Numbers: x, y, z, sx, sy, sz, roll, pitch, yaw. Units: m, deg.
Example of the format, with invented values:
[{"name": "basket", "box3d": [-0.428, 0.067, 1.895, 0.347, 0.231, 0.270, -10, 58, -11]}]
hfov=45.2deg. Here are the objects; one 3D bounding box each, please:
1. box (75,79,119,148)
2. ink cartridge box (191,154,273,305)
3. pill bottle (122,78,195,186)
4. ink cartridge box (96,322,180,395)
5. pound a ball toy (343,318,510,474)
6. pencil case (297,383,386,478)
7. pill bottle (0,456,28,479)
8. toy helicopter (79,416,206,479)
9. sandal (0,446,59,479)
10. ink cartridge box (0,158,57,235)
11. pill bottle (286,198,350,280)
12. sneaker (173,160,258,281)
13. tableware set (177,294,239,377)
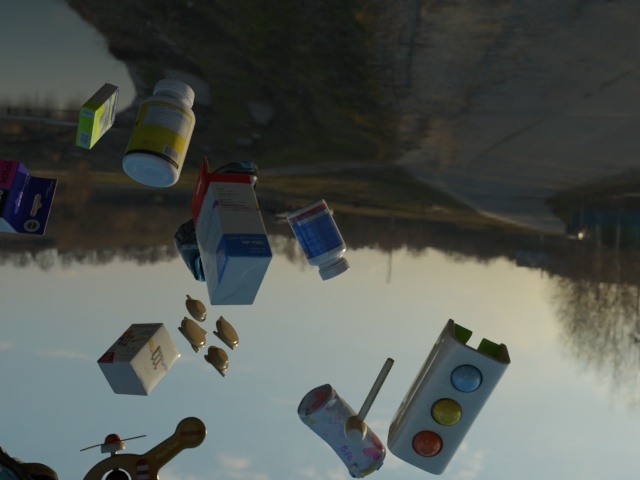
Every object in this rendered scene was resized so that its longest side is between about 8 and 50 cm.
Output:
[{"name": "box", "box3d": [-0.542, -0.310, 1.884, 0.042, 0.109, 0.178, 19, -147, -3]}, {"name": "ink cartridge box", "box3d": [-0.156, -0.020, 1.299, 0.078, 0.231, 0.134, 0, 140, -23]}, {"name": "pill bottle", "box3d": [-0.286, -0.197, 1.394, 0.103, 0.184, 0.103, 9, 154, 4]}, {"name": "ink cartridge box", "box3d": [-0.514, 0.335, 2.188, 0.128, 0.127, 0.176, -5, -150, 30]}, {"name": "pound a ball toy", "box3d": [0.195, 0.308, 1.476, 0.208, 0.319, 0.135, 26, -161, -1]}, {"name": "pencil case", "box3d": [0.056, 0.508, 2.043, 0.124, 0.273, 0.113, -44, -160, -16]}, {"name": "pill bottle", "box3d": [-0.780, 0.662, 1.995, 0.264, 0.146, 0.146, 27, -169, 19]}, {"name": "toy helicopter", "box3d": [-0.456, 0.563, 1.970, 0.355, 0.235, 0.140, -35, 172, -16]}, {"name": "sandal", "box3d": [-0.534, 0.448, 1.447, 0.219, 0.090, 0.060, 27, -126, 29]}, {"name": "ink cartridge box", "box3d": [-0.826, -0.115, 1.803, 0.371, 0.175, 0.069, 8, 144, -11]}, {"name": "pill bottle", "box3d": [0.000, 0.000, 2.249, 0.124, 0.221, 0.124, -25, -177, 2]}, {"name": "sneaker", "box3d": [-0.223, -0.043, 1.777, 0.125, 0.139, 0.341, -1, 142, -36]}, {"name": "tableware set", "box3d": [-0.215, 0.180, 1.481, 0.020, 0.141, 0.168, -36, -160, 18]}]
